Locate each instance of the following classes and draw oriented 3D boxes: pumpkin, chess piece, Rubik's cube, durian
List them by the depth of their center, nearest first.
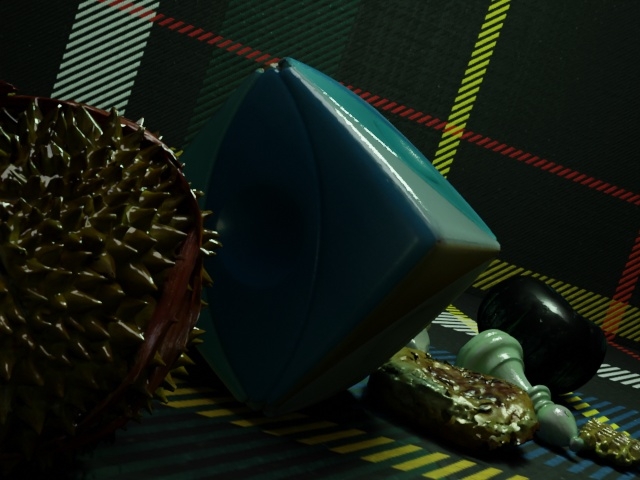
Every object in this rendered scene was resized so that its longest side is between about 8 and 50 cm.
[{"bbox_3d":[-0.259,0.024,0.602,0.347,0.347,0.384,19,14,-10],"label":"durian"},{"bbox_3d":[0.000,0.000,1.010,0.351,0.352,0.347,48,16,19],"label":"Rubik's cube"},{"bbox_3d":[0.371,0.285,1.294,0.139,0.139,0.271,16,18,-35],"label":"chess piece"},{"bbox_3d":[0.502,0.228,1.682,0.315,0.238,0.315,32,15,-10],"label":"pumpkin"}]

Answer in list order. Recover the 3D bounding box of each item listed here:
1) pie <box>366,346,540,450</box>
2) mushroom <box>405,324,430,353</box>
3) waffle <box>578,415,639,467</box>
[{"bbox_3d":[0.210,0.249,1.162,0.308,0.085,0.308,19,6,-2],"label":"pie"},{"bbox_3d":[0.169,0.196,1.516,0.159,0.122,0.329,58,14,8],"label":"mushroom"},{"bbox_3d":[0.516,0.363,1.312,0.161,0.046,0.192,20,5,-4],"label":"waffle"}]
